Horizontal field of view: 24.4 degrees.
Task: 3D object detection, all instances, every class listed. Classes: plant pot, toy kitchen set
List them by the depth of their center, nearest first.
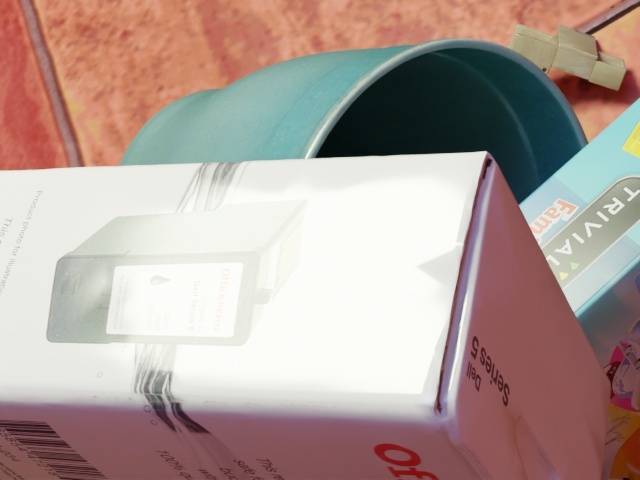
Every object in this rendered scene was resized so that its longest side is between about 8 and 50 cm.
[{"bbox_3d":[0.000,0.000,0.977,0.255,0.271,0.271,11,64,50],"label":"plant pot"},{"bbox_3d":[0.174,-0.117,1.103,0.083,0.075,0.068,19,23,1],"label":"toy kitchen set"}]

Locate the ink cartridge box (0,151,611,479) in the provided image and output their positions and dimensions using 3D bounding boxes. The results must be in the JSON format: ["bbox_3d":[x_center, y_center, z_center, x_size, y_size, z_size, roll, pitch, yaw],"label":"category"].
[{"bbox_3d":[-0.031,0.064,0.641,0.273,0.198,0.114,-1,59,26],"label":"ink cartridge box"}]

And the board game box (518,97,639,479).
[{"bbox_3d":[0.148,0.085,0.831,0.336,0.254,0.079,-42,50,-3],"label":"board game box"}]
